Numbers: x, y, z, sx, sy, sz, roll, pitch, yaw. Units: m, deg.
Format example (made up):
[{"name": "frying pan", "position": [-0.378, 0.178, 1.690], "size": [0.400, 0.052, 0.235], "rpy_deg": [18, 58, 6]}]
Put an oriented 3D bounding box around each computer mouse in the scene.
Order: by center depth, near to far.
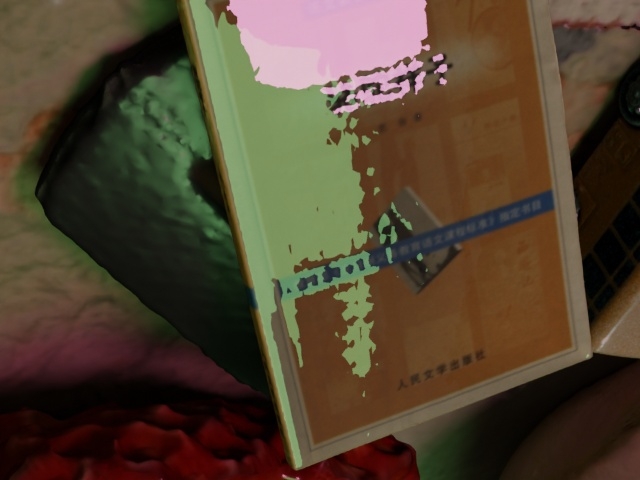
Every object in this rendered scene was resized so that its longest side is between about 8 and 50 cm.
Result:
[{"name": "computer mouse", "position": [0.002, 0.004, 0.691], "size": [0.168, 0.087, 0.295], "rpy_deg": [-41, 135, 14]}]

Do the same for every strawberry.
[{"name": "strawberry", "position": [-0.109, 0.171, 0.791], "size": [0.336, 0.149, 0.265], "rpy_deg": [-15, 133, -25]}]

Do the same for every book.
[{"name": "book", "position": [0.039, -0.024, 0.638], "size": [0.170, 0.018, 0.241], "rpy_deg": [-19, 113, -15]}]

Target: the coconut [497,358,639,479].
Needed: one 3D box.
[{"name": "coconut", "position": [0.272, 0.223, 0.910], "size": [0.353, 0.352, 0.352], "rpy_deg": [-13, 139, -12]}]

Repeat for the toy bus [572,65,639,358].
[{"name": "toy bus", "position": [0.198, -0.026, 0.740], "size": [0.091, 0.103, 0.182], "rpy_deg": [7, 131, -32]}]
